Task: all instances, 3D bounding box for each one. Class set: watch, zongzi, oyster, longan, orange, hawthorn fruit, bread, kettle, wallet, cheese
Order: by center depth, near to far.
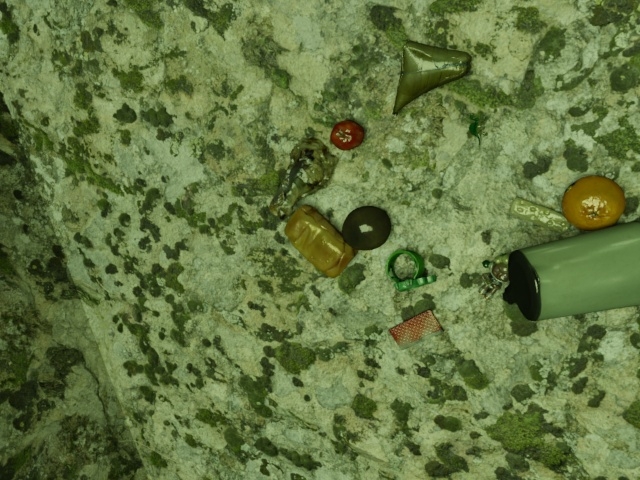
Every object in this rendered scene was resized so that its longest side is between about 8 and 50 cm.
[{"bbox_3d":[0.782,0.113,1.576,0.377,0.361,0.249,-12,77,1],"label":"kettle"},{"bbox_3d":[0.846,-0.115,1.588,0.178,0.155,0.177,1,93,15],"label":"orange"},{"bbox_3d":[0.732,-0.085,1.703,0.194,0.043,0.064,26,113,16],"label":"cheese"},{"bbox_3d":[0.368,-0.523,1.718,0.228,0.115,0.256,17,116,14],"label":"zongzi"},{"bbox_3d":[0.097,-0.385,1.866,0.128,0.128,0.128,6,106,22],"label":"hawthorn fruit"},{"bbox_3d":[0.169,-0.044,1.897,0.187,0.167,0.167,-26,92,36],"label":"longan"},{"bbox_3d":[0.335,0.105,1.899,0.165,0.131,0.151,-24,75,31],"label":"watch"},{"bbox_3d":[-0.090,-0.239,1.974,0.198,0.133,0.337,43,106,27],"label":"oyster"},{"bbox_3d":[0.370,0.349,1.986,0.197,0.020,0.103,-32,89,27],"label":"wallet"},{"bbox_3d":[0.000,0.000,2.000,0.294,0.132,0.167,43,122,7],"label":"bread"}]

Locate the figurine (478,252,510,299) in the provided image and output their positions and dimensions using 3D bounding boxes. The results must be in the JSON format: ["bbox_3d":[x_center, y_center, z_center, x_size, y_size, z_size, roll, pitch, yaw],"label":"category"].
[{"bbox_3d":[0.621,0.125,1.778,0.147,0.094,0.197,40,117,21],"label":"figurine"}]

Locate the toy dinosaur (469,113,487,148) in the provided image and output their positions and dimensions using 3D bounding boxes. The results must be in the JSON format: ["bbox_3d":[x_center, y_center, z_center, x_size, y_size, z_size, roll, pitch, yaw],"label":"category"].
[{"bbox_3d":[0.533,-0.371,1.732,0.060,0.029,0.119,7,112,38],"label":"toy dinosaur"}]
